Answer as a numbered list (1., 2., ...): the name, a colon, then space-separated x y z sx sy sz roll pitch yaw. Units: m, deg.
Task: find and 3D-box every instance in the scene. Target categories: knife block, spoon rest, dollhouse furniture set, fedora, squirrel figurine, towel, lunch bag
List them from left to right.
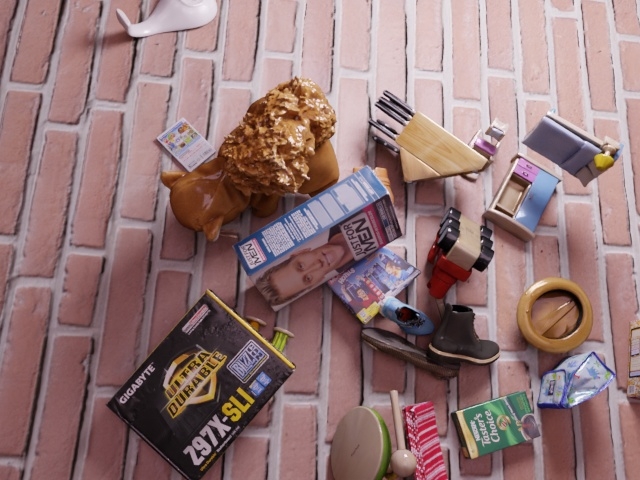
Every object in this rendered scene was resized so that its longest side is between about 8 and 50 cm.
1. spoon rest: -0.395 -0.591 1.634 0.276 0.084 0.137 -31 81 -29
2. squirrel figurine: -0.153 -0.170 1.370 0.370 0.397 0.281 -32 85 -25
3. knife block: 0.264 -0.269 1.573 0.276 0.088 0.242 -8 90 18
4. towel: 0.239 0.489 1.353 0.031 0.199 0.274 -15 75 21
5. dollhouse furniture set: 0.505 -0.176 1.523 0.286 0.303 0.198 31 71 1
6. fedora: 0.563 0.184 1.543 0.194 0.079 0.194 1 77 -3
7. lunch bag: 0.582 0.337 1.475 0.151 0.129 0.096 -41 82 -16

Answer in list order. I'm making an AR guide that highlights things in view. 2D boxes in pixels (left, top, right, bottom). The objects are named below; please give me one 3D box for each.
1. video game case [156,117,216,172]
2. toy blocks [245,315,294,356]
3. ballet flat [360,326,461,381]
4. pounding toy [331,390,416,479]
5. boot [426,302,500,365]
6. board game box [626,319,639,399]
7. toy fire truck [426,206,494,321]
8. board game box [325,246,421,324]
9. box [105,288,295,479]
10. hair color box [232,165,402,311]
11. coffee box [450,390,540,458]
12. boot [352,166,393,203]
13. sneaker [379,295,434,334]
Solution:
1. video game case: -0.331 -0.236 1.563 0.122 0.011 0.087 45 73 5
2. toy blocks: -0.141 0.259 1.424 0.123 0.054 0.148 23 72 -1
3. ballet flat: 0.205 0.268 1.473 0.250 0.084 0.058 21 108 -5
4. pounding toy: 0.132 0.444 1.345 0.110 0.237 0.183 20 49 -29
5. boot: 0.352 0.212 1.454 0.198 0.077 0.137 3 112 -31
6. board game box: 0.800 0.280 1.517 0.045 0.147 0.193 13 73 -5
7. toy fire truck: 0.310 0.079 1.501 0.158 0.217 0.246 31 113 1
8. board game box: 0.105 0.071 1.515 0.194 0.060 0.194 -40 82 -17
9. box: -0.249 0.307 1.347 0.257 0.079 0.322 42 86 3
10. hair color box: 0.000 0.000 1.410 0.347 0.174 0.105 -31 53 -2
11. coffee box: 0.407 0.427 1.467 0.184 0.040 0.113 -12 76 -12
12. boot: 0.086 -0.111 1.562 0.197 0.073 0.152 3 74 -21
13. sneaker: 0.210 0.187 1.467 0.162 0.073 0.063 28 87 -32
